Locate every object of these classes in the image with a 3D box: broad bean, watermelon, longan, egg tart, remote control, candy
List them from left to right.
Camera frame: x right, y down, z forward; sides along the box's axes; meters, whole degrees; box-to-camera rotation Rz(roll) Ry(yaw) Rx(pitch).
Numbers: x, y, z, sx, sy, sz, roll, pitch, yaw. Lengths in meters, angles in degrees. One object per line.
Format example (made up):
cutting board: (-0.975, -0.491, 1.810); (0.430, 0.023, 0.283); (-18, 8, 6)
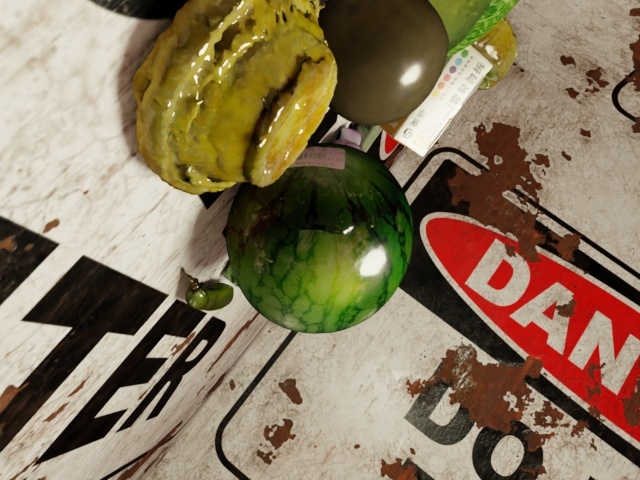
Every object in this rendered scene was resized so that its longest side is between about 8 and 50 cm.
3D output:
broad bean: (-0.238, 0.119, 0.961); (0.325, 0.067, 0.075); (95, 21, -81)
egg tart: (-0.070, -0.155, 0.501); (0.294, 0.123, 0.294); (-51, 174, -7)
watermelon: (0.000, 0.000, 0.822); (0.363, 0.363, 0.363); (-52, 173, -9)
longan: (0.075, -0.258, 0.634); (0.196, 0.196, 0.220); (-55, -175, 17)
remote control: (0.157, -0.351, 1.161); (0.285, 0.038, 0.123); (-54, -154, 28)
candy: (0.353, -0.479, 1.107); (0.118, 0.260, 0.260); (-54, 173, -2)

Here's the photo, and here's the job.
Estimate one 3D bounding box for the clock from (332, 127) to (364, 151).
clock: (0.038, -0.143, 1.112); (0.227, 0.090, 0.248); (121, -18, -46)

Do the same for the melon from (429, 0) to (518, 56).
melon: (0.253, -0.475, 0.714); (0.343, 0.226, 0.331); (-44, -173, -10)

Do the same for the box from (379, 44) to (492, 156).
box: (0.197, -0.326, 0.940); (0.221, 0.091, 0.274); (-56, -150, 18)

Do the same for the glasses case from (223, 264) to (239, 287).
glasses case: (-0.115, -0.005, 1.028); (0.272, 0.095, 0.062); (-56, 180, 19)
